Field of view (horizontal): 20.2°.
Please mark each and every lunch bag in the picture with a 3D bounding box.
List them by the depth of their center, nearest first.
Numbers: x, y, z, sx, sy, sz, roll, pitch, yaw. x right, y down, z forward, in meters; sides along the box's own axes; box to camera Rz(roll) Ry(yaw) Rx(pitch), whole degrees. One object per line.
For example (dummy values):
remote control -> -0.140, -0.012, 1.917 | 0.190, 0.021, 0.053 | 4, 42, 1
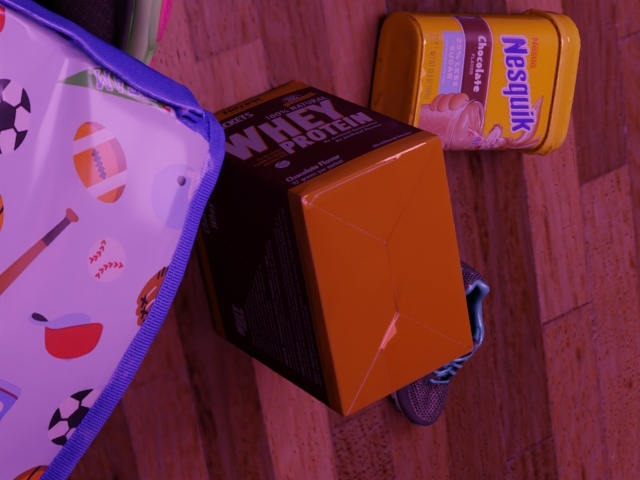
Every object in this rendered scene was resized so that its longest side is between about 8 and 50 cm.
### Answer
lunch bag -> -0.284, 0.005, 1.183 | 0.328, 0.239, 0.385 | 28, 101, -38

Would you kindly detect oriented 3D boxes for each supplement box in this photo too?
supplement box -> 0.000, 0.000, 1.417 | 0.129, 0.194, 0.191 | -25, 120, -26

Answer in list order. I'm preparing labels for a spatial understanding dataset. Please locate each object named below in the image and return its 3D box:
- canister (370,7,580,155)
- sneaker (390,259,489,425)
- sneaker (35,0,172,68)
canister -> 0.131, -0.136, 1.542 | 0.170, 0.073, 0.126 | -3, 108, -33
sneaker -> 0.109, 0.093, 1.605 | 0.065, 0.076, 0.166 | -2, 108, -34
sneaker -> -0.209, -0.297, 1.204 | 0.202, 0.185, 0.482 | -7, 126, 7
